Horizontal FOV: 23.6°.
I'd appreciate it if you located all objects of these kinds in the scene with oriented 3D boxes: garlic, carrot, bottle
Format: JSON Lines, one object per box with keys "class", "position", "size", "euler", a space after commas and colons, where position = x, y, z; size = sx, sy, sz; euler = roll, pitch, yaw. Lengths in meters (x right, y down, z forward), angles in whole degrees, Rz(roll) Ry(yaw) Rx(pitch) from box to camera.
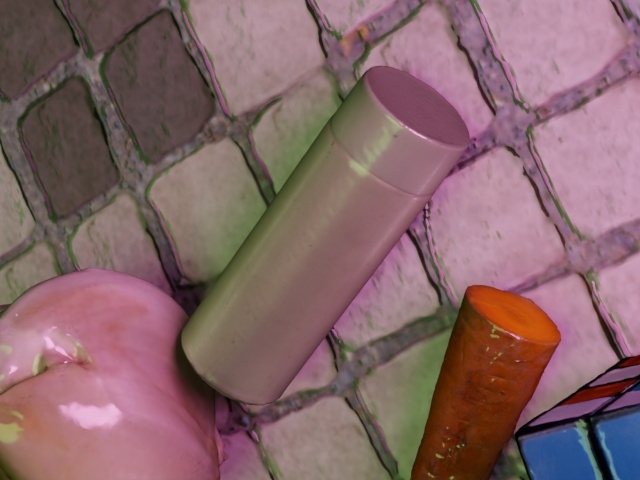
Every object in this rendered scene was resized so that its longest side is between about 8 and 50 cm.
{"class": "garlic", "position": [-0.183, 0.142, 0.916], "size": [0.185, 0.203, 0.281], "euler": [40, 102, 44]}
{"class": "carrot", "position": [0.073, 0.133, 0.852], "size": [0.057, 0.057, 0.224], "euler": [29, 116, 25]}
{"class": "bottle", "position": [0.000, 0.000, 0.857], "size": [0.072, 0.072, 0.201], "euler": [46, 119, 17]}

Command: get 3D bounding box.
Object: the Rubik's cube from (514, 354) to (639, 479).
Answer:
{"class": "Rubik's cube", "position": [0.207, 0.121, 0.700], "size": [0.154, 0.155, 0.151], "euler": [-20, 88, 34]}
